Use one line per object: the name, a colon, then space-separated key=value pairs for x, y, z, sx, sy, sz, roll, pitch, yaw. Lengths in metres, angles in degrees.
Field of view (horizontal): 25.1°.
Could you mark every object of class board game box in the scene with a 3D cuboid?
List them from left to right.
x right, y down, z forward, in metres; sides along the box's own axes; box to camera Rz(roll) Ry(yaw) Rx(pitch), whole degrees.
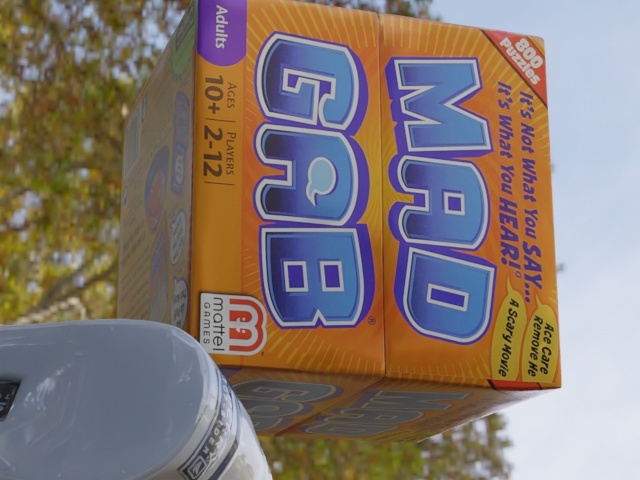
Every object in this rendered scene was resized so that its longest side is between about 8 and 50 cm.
board game box: x=0.000 y=0.000 z=1.469 sx=0.356 sy=0.356 sz=0.356 roll=6 pitch=-18 yaw=-18

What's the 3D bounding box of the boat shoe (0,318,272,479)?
boat shoe: x=-0.186 y=0.112 z=0.788 sx=0.367 sy=0.136 sz=0.156 roll=0 pitch=-37 yaw=26
